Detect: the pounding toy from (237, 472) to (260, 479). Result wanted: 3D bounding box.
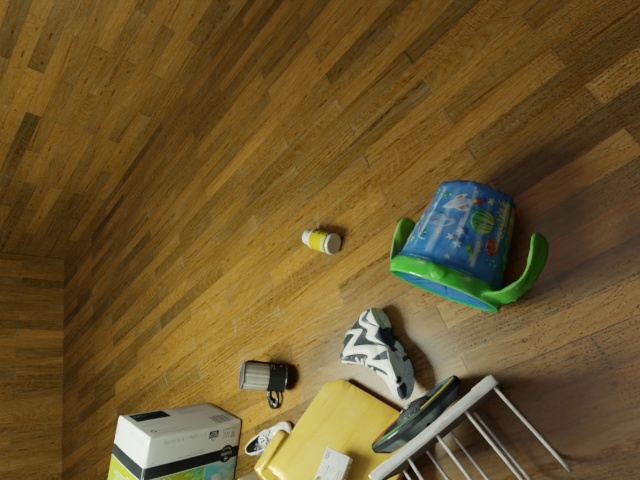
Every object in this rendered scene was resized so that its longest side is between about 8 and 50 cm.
[{"bbox_3d":[-0.189,0.776,1.107,0.094,0.181,0.206,1,81,43],"label":"pounding toy"}]

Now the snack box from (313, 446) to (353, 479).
[{"bbox_3d":[0.007,0.548,0.863,0.064,0.022,0.178,5,55,37],"label":"snack box"}]

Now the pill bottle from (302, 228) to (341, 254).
[{"bbox_3d":[0.000,0.000,1.203,0.116,0.065,0.065,15,90,44],"label":"pill bottle"}]

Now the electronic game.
[{"bbox_3d":[0.196,0.356,0.825,0.048,0.229,0.229,50,114,21],"label":"electronic game"}]

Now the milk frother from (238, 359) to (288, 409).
[{"bbox_3d":[-0.181,0.440,1.214,0.129,0.134,0.143,154,125,-71],"label":"milk frother"}]

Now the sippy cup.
[{"bbox_3d":[0.292,0.004,0.839,0.305,0.240,0.224,21,84,21],"label":"sippy cup"}]

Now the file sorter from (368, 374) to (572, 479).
[{"bbox_3d":[0.267,0.406,0.720,0.277,0.193,0.173,-41,56,4],"label":"file sorter"}]

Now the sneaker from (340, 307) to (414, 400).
[{"bbox_3d":[0.127,0.301,0.994,0.153,0.094,0.235,-44,54,28],"label":"sneaker"}]

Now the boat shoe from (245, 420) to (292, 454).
[{"bbox_3d":[-0.160,0.598,1.205,0.184,0.063,0.066,-36,57,31],"label":"boat shoe"}]

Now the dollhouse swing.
[{"bbox_3d":[0.073,0.594,0.995,0.346,0.305,0.315,15,131,43],"label":"dollhouse swing"}]

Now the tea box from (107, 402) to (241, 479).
[{"bbox_3d":[-0.463,0.727,1.273,0.220,0.329,0.324,2,82,43],"label":"tea box"}]
